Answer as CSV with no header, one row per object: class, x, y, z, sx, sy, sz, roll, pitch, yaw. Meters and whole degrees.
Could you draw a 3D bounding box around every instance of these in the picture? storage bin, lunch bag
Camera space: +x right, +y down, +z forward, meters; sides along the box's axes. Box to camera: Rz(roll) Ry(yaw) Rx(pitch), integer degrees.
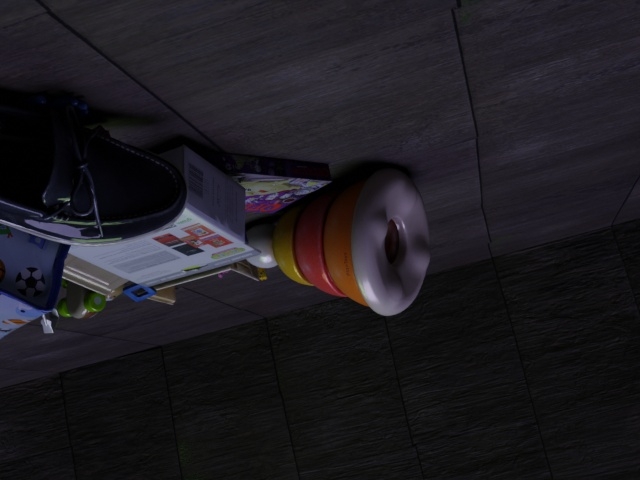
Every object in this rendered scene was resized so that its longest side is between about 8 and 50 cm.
storage bin,-0.330,0.073,2.265,0.262,0.123,0.260,-16,166,10
lunch bag,-0.639,-0.008,1.375,0.386,0.238,0.328,22,150,-29

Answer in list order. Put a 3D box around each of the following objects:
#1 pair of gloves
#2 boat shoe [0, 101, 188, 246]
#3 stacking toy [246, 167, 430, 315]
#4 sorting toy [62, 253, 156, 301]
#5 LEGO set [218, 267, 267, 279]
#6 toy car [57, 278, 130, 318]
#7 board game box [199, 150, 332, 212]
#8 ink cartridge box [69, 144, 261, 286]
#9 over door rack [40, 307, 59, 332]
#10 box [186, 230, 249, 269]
pair of gloves,-0.431,-0.180,1.343,0.159,0.023,0.198,-12,163,1
boat shoe,-0.403,-0.104,1.266,0.500,0.186,0.156,11,159,-40
stacking toy,0.000,0.000,2.102,0.480,0.350,0.351,1,176,32
sorting toy,-0.516,0.044,2.018,0.196,0.047,0.348,-32,139,27
LEGO set,-0.199,0.069,2.438,0.227,0.093,0.087,-13,167,0
toy car,-0.560,0.132,2.199,0.155,0.148,0.188,-13,165,42
board game box,-0.166,-0.118,1.813,0.347,0.056,0.208,0,165,-46
ink cartridge box,-0.311,-0.034,1.664,0.310,0.130,0.272,-15,152,25
over door rack,-0.702,0.106,1.752,0.240,0.108,0.324,-1,139,1
box,-0.268,0.002,2.061,0.178,0.109,0.042,-11,163,-8
